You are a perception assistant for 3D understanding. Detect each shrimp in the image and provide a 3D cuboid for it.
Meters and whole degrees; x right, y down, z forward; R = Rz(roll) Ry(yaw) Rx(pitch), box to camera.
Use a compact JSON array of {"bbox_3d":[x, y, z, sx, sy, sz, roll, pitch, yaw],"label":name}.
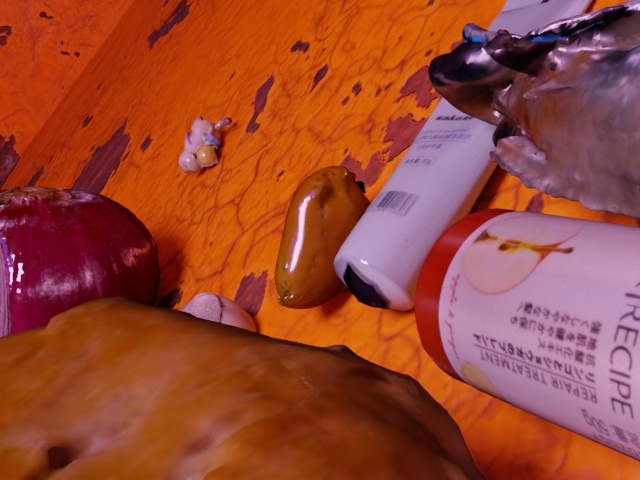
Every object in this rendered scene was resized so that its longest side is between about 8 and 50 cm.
[{"bbox_3d":[0.221,-0.091,0.448,0.445,0.110,0.221,13,68,53],"label":"shrimp"}]

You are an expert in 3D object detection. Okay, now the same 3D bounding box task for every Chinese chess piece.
[{"bbox_3d":[-0.112,0.109,0.815,0.122,0.051,0.122,-37,31,27],"label":"Chinese chess piece"}]

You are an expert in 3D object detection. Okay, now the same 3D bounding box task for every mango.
[{"bbox_3d":[0.000,0.000,0.729,0.063,0.077,0.127,-2,64,60],"label":"mango"}]

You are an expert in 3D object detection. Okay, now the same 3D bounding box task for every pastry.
[{"bbox_3d":[-0.102,0.199,0.404,0.409,0.245,0.410,-9,25,4],"label":"pastry"}]

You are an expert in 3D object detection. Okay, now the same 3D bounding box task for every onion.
[{"bbox_3d":[-0.276,0.046,0.993,0.206,0.206,0.216,16,114,50],"label":"onion"}]

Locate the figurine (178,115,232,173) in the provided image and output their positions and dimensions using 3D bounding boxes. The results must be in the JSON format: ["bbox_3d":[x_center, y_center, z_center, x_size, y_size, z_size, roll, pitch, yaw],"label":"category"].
[{"bbox_3d":[-0.148,-0.125,1.146,0.050,0.047,0.083,-4,60,44],"label":"figurine"}]

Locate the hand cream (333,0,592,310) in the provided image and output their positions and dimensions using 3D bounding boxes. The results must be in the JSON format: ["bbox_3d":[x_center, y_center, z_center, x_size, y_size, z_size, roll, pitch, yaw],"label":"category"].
[{"bbox_3d":[0.112,-0.088,0.681,0.109,0.067,0.321,2,56,58],"label":"hand cream"}]

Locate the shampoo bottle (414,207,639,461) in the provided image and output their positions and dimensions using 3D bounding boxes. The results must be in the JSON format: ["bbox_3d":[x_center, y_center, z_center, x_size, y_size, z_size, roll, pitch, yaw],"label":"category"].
[{"bbox_3d":[0.159,0.048,0.391,0.104,0.104,0.278,-59,28,-9],"label":"shampoo bottle"}]
